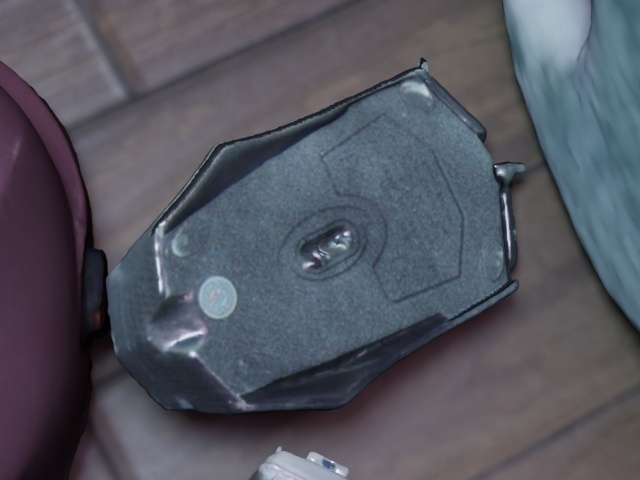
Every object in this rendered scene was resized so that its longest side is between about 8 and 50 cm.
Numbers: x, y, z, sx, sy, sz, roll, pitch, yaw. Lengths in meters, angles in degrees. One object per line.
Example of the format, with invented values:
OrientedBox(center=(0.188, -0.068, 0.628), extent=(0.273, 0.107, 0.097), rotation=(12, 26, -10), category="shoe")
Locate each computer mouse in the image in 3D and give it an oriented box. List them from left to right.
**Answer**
OrientedBox(center=(0.000, 0.002, 0.708), extent=(0.231, 0.071, 0.126), rotation=(-30, 95, -30), category="computer mouse")

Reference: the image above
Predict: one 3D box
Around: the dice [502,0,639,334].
OrientedBox(center=(0.289, -0.114, 0.658), extent=(0.328, 0.330, 0.348), rotation=(-17, 79, -14), category="dice")

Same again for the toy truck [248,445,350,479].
OrientedBox(center=(-0.003, 0.178, 0.625), extent=(0.213, 0.161, 0.177), rotation=(27, 51, -1), category="toy truck")

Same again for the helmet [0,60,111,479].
OrientedBox(center=(-0.222, 0.022, 0.598), extent=(0.271, 0.197, 0.338), rotation=(12, 73, -4), category="helmet")
